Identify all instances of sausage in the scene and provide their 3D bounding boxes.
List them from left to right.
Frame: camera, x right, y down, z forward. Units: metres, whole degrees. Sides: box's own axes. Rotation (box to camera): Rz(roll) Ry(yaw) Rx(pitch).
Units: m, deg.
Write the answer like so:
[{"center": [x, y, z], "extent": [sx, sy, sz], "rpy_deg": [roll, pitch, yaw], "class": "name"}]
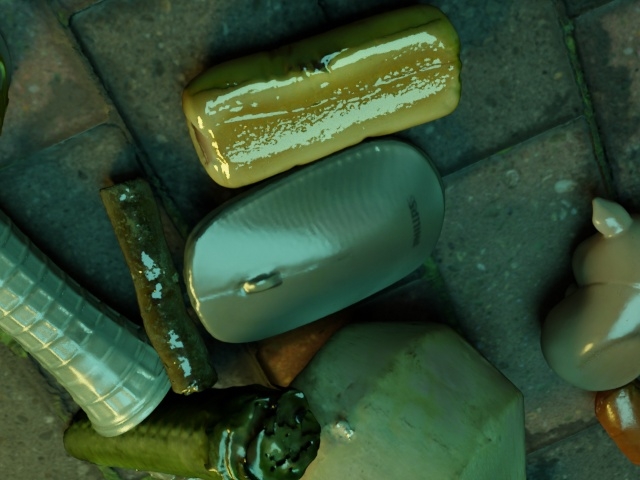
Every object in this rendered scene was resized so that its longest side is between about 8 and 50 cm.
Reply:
[{"center": [0.443, 0.259, 1.616], "extent": [0.089, 0.089, 0.179], "rpy_deg": [-32, 118, 8], "class": "sausage"}]

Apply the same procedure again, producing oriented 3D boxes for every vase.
[{"center": [-0.309, 0.081, 1.304], "extent": [0.143, 0.143, 0.299], "rpy_deg": [-37, 119, 11], "class": "vase"}]

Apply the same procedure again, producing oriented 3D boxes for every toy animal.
[{"center": [0.370, 0.077, 1.444], "extent": [0.166, 0.154, 0.250], "rpy_deg": [15, 115, -12], "class": "toy animal"}]

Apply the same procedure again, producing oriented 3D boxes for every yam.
[{"center": [-0.184, 0.053, 1.298], "extent": [0.061, 0.061, 0.253], "rpy_deg": [-19, 97, -1], "class": "yam"}]

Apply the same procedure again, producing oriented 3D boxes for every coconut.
[{"center": [0.106, 0.273, 1.419], "extent": [0.352, 0.353, 0.353], "rpy_deg": [-6, 123, -9], "class": "coconut"}]

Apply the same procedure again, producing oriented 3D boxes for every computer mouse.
[{"center": [0.003, 0.003, 1.315], "extent": [0.330, 0.095, 0.197], "rpy_deg": [-25, 122, -17], "class": "computer mouse"}]

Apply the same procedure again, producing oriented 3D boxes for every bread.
[{"center": [0.003, -0.161, 1.245], "extent": [0.305, 0.091, 0.142], "rpy_deg": [-18, 129, -2], "class": "bread"}]

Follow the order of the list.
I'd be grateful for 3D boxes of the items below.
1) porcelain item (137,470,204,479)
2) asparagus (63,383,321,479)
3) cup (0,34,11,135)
[{"center": [-0.174, 0.336, 1.537], "extent": [0.084, 0.054, 0.213], "rpy_deg": [-37, 123, 8], "class": "porcelain item"}, {"center": [-0.164, 0.226, 1.365], "extent": [0.382, 0.128, 0.108], "rpy_deg": [-6, 128, 47], "class": "asparagus"}, {"center": [-0.393, -0.140, 1.086], "extent": [0.185, 0.226, 0.241], "rpy_deg": [-3, 130, -12], "class": "cup"}]
